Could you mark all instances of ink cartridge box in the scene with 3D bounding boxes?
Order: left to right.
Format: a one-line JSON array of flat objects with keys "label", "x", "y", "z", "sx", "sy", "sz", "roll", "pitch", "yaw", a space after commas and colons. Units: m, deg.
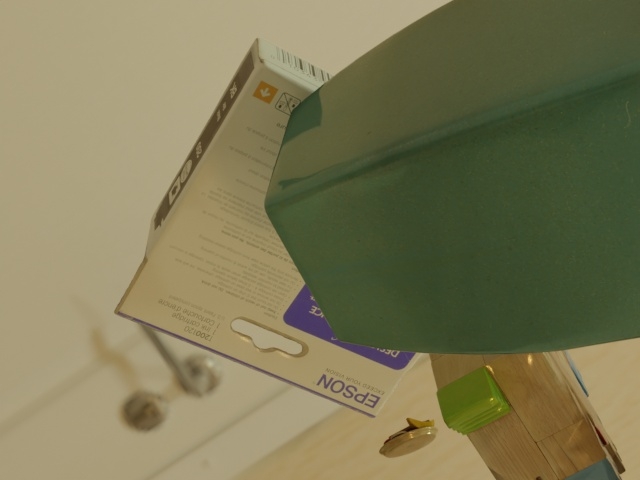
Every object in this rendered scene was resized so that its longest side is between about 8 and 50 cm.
[{"label": "ink cartridge box", "x": 0.000, "y": 0.000, "z": 0.914, "sx": 0.206, "sy": 0.208, "sz": 0.045, "roll": 25, "pitch": 27, "yaw": -18}]

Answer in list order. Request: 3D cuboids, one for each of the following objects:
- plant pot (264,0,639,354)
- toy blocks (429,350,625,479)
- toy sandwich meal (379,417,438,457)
[{"label": "plant pot", "x": 0.099, "y": -0.040, "z": 0.763, "sx": 0.165, "sy": 0.234, "sz": 0.165, "roll": -77, "pitch": 145, "yaw": -53}, {"label": "toy blocks", "x": 0.198, "y": 0.145, "z": 1.361, "sx": 0.261, "sy": 0.191, "sz": 0.381, "roll": 56, "pitch": 10, "yaw": -22}, {"label": "toy sandwich meal", "x": 0.106, "y": 0.237, "z": 1.695, "sx": 0.029, "sy": 0.085, "sz": 0.085, "roll": 68, "pitch": 12, "yaw": 23}]
